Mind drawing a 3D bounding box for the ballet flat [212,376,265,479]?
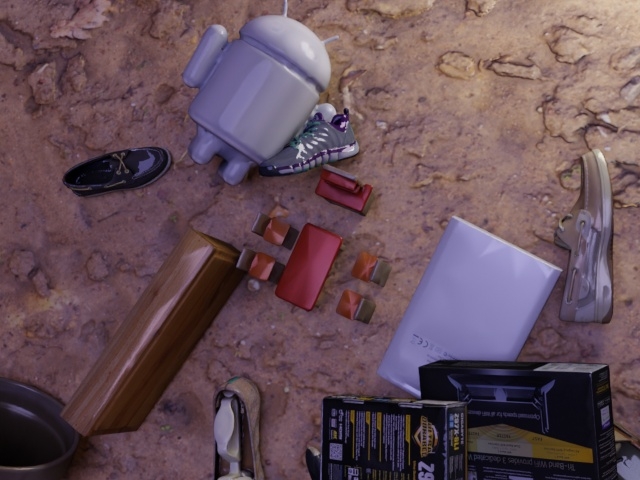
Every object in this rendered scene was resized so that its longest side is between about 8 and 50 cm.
[{"bbox_3d":[-0.163,0.412,1.640,0.107,0.106,0.316,-9,79,15],"label":"ballet flat"}]

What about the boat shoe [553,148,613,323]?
[{"bbox_3d":[0.453,-0.008,1.534,0.098,0.109,0.303,0,86,15],"label":"boat shoe"}]

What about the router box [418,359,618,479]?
[{"bbox_3d":[0.316,0.321,1.438,0.308,0.081,0.243,-4,91,38],"label":"router box"}]

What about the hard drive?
[{"bbox_3d":[0.257,0.145,1.562,0.210,0.040,0.319,28,102,19],"label":"hard drive"}]

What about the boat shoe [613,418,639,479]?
[{"bbox_3d":[0.464,0.344,1.462,0.323,0.120,0.123,27,89,18],"label":"boat shoe"}]

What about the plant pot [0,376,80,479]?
[{"bbox_3d":[-0.656,0.455,1.697,0.323,0.323,0.281,26,106,18],"label":"plant pot"}]

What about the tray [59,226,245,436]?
[{"bbox_3d":[-0.298,0.178,1.667,0.076,0.203,0.411,34,92,18],"label":"tray"}]

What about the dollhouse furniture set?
[{"bbox_3d":[0.000,0.000,1.645,0.262,0.135,0.259,23,88,18],"label":"dollhouse furniture set"}]

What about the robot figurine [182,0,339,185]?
[{"bbox_3d":[-0.115,-0.279,1.691,0.300,0.200,0.354,34,91,-21],"label":"robot figurine"}]

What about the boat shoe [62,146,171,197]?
[{"bbox_3d":[-0.420,-0.143,1.826,0.227,0.068,0.081,-17,77,13],"label":"boat shoe"}]

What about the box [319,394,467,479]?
[{"bbox_3d":[0.118,0.425,1.475,0.257,0.079,0.322,-4,82,37],"label":"box"}]

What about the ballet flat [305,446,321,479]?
[{"bbox_3d":[0.026,0.452,1.617,0.049,0.057,0.173,-25,73,-29],"label":"ballet flat"}]

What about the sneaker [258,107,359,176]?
[{"bbox_3d":[-0.030,-0.183,1.652,0.083,0.223,0.098,4,110,51],"label":"sneaker"}]
